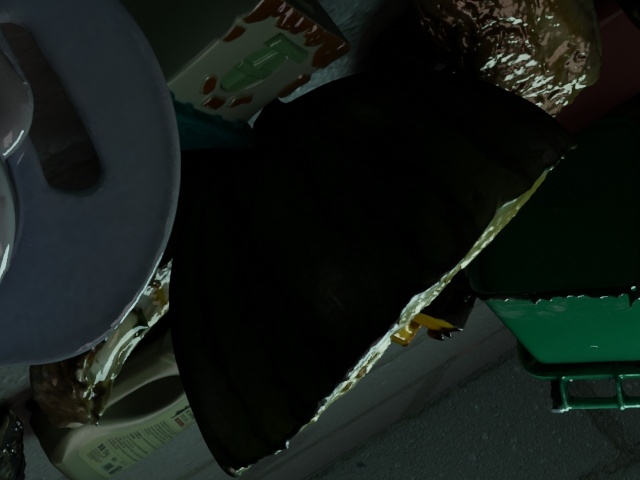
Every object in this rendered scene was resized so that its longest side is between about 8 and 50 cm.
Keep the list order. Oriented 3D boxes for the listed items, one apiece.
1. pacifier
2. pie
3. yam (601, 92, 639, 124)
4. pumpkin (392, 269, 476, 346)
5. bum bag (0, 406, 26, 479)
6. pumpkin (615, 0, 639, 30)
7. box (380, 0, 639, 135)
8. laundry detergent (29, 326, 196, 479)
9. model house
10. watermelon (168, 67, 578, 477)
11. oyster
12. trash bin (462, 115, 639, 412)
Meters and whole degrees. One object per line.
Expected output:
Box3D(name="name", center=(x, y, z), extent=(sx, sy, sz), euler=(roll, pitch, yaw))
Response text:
Box3D(name="pacifier", center=(-0.221, -0.033, 0.488), extent=(0.299, 0.244, 0.233), euler=(-27, -168, -9))
Box3D(name="pie", center=(0.115, -0.187, 0.735), extent=(0.128, 0.068, 0.282), euler=(-36, 139, 5))
Box3D(name="yam", center=(0.428, -0.136, 1.453), extent=(0.131, 0.131, 0.279), euler=(-40, 159, 17))
Box3D(name="pumpkin", center=(0.088, 0.035, 1.323), extent=(0.312, 0.169, 0.148), euler=(125, -10, -76))
Box3D(name="bum bag", center=(-0.350, 0.252, 1.125), extent=(0.248, 0.069, 0.102), euler=(110, 2, -59))
Box3D(name="pumpkin", center=(0.377, -0.247, 0.638), extent=(0.454, 0.344, 0.454), euler=(-18, -170, 3))
Box3D(name="box", center=(0.224, -0.182, 0.971), extent=(0.403, 0.108, 0.263), euler=(-33, 160, -6))
Box3D(name="laundry detergent", center=(-0.176, 0.159, 1.167), extent=(0.253, 0.091, 0.181), euler=(-32, 157, -7))
Box3D(name="model house", center=(-0.080, -0.112, 0.622), extent=(0.149, 0.100, 0.127), euler=(-38, 162, 16))
Box3D(name="watermelon", center=(0.000, 0.000, 0.751), extent=(0.331, 0.189, 0.331), euler=(-45, 169, -12))
Box3D(name="oyster", center=(-0.135, 0.019, 0.901), extent=(0.294, 0.094, 0.166), euler=(-47, 164, -24))
Box3D(name="trash bin", center=(0.304, 0.029, 1.220), extent=(0.259, 0.295, 0.381), euler=(-5, 163, 27))
